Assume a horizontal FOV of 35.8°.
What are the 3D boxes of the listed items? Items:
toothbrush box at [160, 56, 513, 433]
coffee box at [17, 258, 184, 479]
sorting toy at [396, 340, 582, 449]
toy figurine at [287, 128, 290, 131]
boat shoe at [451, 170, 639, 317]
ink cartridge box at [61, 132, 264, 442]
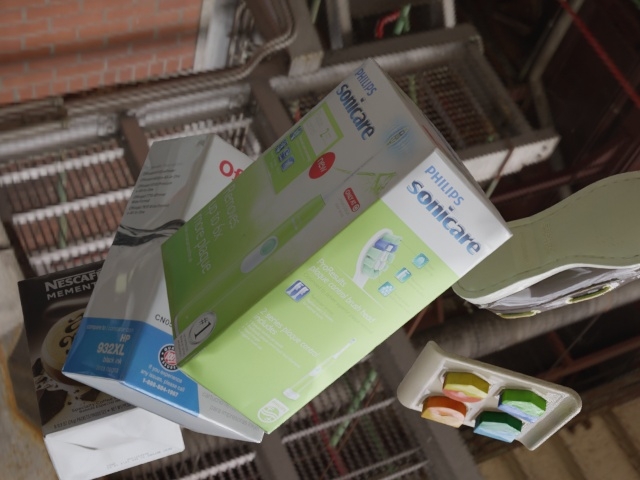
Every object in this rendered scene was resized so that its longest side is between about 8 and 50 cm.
[{"bbox_3d":[0.000,0.000,0.899,0.122,0.283,0.206,44,-166,-31],"label":"toothbrush box"},{"bbox_3d":[-0.310,0.170,1.371,0.168,0.119,0.297,-16,-138,-13],"label":"coffee box"},{"bbox_3d":[0.215,0.215,1.312,0.208,0.193,0.038,21,-120,1],"label":"sorting toy"},{"bbox_3d":[-0.009,-0.069,1.491,0.130,0.159,0.173,16,-155,3],"label":"toy figurine"},{"bbox_3d":[0.312,0.012,1.150,0.097,0.324,0.116,35,-136,-44],"label":"boat shoe"},{"bbox_3d":[-0.137,0.058,1.188,0.223,0.129,0.307,33,-114,-38],"label":"ink cartridge box"}]
